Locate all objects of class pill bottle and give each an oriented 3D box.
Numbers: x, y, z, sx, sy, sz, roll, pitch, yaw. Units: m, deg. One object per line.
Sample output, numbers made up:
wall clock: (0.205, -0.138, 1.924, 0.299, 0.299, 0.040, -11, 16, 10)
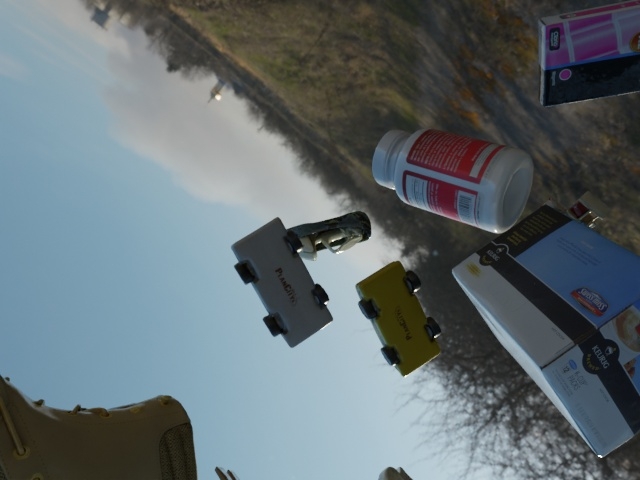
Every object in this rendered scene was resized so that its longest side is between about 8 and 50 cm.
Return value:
pill bottle: (0.356, -0.185, 1.594, 0.407, 0.229, 0.229, 24, 178, 36)

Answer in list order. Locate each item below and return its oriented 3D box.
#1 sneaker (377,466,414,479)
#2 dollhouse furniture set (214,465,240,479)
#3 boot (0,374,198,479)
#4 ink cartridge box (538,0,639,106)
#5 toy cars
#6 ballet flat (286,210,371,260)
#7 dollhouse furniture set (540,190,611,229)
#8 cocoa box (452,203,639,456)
sneaker: (0.166, 0.625, 1.329, 0.131, 0.148, 0.350, 40, 172, 25)
dollhouse furniture set: (-0.257, 0.487, 0.950, 0.135, 0.262, 0.259, 43, 167, 24)
boot: (-0.216, 0.146, 0.460, 0.203, 0.095, 0.262, -6, -117, -54)
ink cartridge box: (0.636, -0.391, 1.151, 0.069, 0.370, 0.176, -85, -17, -55)
toy cars: (0.027, 0.089, 0.893, 0.393, 0.177, 0.087, 20, -176, -23)
ballet flat: (0.000, 0.000, 0.978, 0.070, 0.188, 0.070, 161, 90, -87)
dollhouse furniture set: (0.641, -0.048, 1.520, 0.129, 0.129, 0.184, 43, 162, 12)
cocoa box: (0.430, 0.130, 0.978, 0.231, 0.228, 0.347, 51, -175, -22)
